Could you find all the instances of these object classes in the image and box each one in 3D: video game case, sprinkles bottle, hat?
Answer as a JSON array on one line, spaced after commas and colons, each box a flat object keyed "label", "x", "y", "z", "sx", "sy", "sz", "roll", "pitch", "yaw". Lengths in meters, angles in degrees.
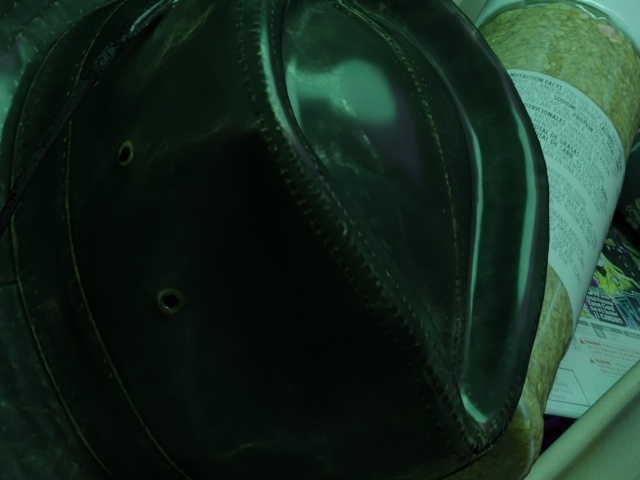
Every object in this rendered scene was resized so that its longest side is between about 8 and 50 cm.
[{"label": "video game case", "x": 0.145, "y": 0.043, "z": 0.945, "sx": 0.232, "sy": 0.042, "sz": 0.210, "roll": 13, "pitch": 41, "yaw": -43}, {"label": "sprinkles bottle", "x": 0.100, "y": -0.020, "z": 0.808, "sx": 0.121, "sy": 0.121, "sz": 0.355, "roll": 39, "pitch": 42, "yaw": -9}, {"label": "hat", "x": 0.000, "y": 0.000, "z": 0.503, "sx": 0.331, "sy": 0.134, "sz": 0.331, "roll": 18, "pitch": 67, "yaw": -47}]

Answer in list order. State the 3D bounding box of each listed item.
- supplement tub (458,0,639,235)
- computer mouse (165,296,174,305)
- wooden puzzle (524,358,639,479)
[{"label": "supplement tub", "x": 0.259, "y": -0.137, "z": 1.179, "sx": 0.272, "sy": 0.191, "sz": 0.191, "roll": 48, "pitch": 28, "yaw": 7}, {"label": "computer mouse", "x": -0.086, "y": 0.011, "z": 0.619, "sx": 0.184, "sy": 0.060, "sz": 0.262, "roll": 23, "pitch": 41, "yaw": 24}, {"label": "wooden puzzle", "x": 0.242, "y": 0.227, "z": 0.744, "sx": 0.348, "sy": 0.080, "sz": 0.322, "roll": 50, "pitch": 37, "yaw": 9}]
